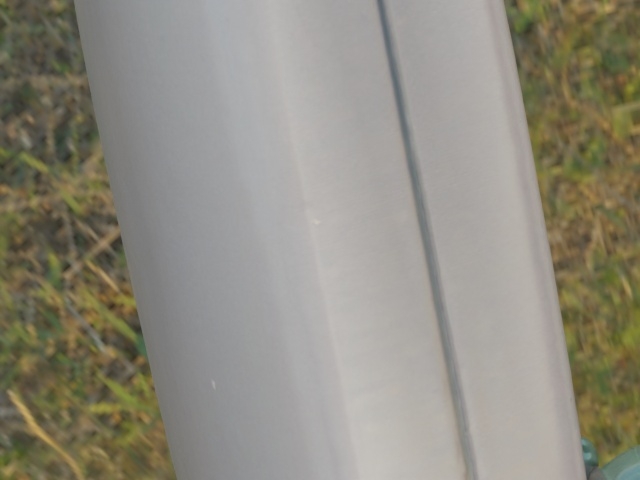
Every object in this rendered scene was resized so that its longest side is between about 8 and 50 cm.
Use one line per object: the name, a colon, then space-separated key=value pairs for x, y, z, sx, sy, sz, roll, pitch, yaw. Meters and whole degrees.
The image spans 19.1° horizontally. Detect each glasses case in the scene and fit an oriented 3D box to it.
glasses case: x=0.000 y=0.000 z=0.410 sx=0.075 sy=0.113 sz=0.297 roll=-15 pitch=102 yaw=-21

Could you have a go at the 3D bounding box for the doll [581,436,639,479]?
doll: x=0.147 y=0.207 z=1.190 sx=0.275 sy=0.113 sz=0.155 roll=-24 pitch=44 yaw=1
